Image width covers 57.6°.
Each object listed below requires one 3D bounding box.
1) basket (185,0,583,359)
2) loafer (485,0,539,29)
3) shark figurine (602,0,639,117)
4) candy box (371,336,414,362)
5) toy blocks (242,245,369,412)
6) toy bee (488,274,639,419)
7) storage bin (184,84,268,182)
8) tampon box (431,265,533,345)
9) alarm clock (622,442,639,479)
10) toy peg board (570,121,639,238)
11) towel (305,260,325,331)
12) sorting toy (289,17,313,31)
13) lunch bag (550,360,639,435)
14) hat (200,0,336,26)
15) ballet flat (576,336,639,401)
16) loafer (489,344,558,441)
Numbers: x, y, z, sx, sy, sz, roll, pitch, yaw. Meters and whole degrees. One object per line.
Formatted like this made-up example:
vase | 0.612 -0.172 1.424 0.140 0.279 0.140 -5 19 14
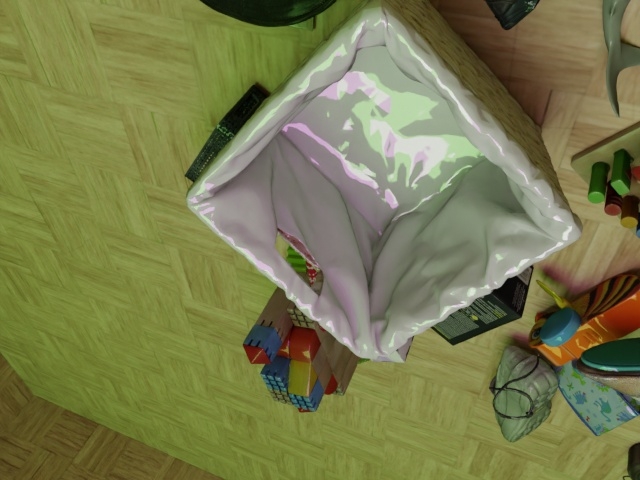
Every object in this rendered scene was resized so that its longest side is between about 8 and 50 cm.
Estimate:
basket | 0.076 -0.091 0.733 0.328 0.266 0.331 43 121 -15
loafer | 0.243 -0.304 0.625 0.061 0.062 0.170 42 139 -8
shark figurine | 0.335 -0.268 0.565 0.166 0.116 0.278 31 140 0
candy box | 0.117 0.087 1.022 0.070 0.196 0.165 -6 129 36
toy blocks | -0.024 0.226 1.212 0.190 0.261 0.381 5 136 28
toy bee | 0.404 0.144 0.967 0.298 0.162 0.195 -24 104 22
storage bin | -0.139 -0.156 0.976 0.084 0.122 0.180 38 141 -10
tampon box | 0.258 0.085 0.991 0.101 0.120 0.161 39 141 -10
alarm clock | 0.695 0.482 1.202 0.129 0.064 0.192 26 145 4
toy peg board | 0.435 -0.066 0.747 0.160 0.079 0.161 42 141 -14
towel | 0.000 0.000 1.010 0.031 0.199 0.275 -1 136 8
sorting toy | -0.036 -0.335 0.804 0.062 0.012 0.083 18 140 12
lunch bag | 0.500 0.252 1.047 0.151 0.096 0.129 51 147 22
hat | -0.119 -0.386 0.693 0.331 0.134 0.331 16 137 16
ballet flat | 0.518 0.186 0.828 0.315 0.107 0.106 -11 104 -7
loafer | 0.403 0.315 1.183 0.111 0.112 0.319 52 163 37
